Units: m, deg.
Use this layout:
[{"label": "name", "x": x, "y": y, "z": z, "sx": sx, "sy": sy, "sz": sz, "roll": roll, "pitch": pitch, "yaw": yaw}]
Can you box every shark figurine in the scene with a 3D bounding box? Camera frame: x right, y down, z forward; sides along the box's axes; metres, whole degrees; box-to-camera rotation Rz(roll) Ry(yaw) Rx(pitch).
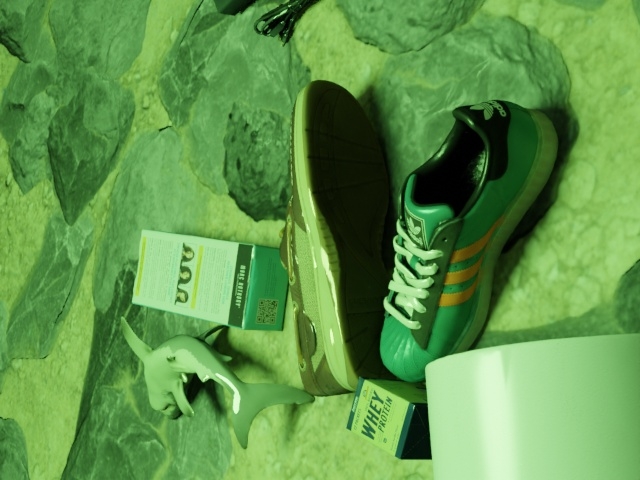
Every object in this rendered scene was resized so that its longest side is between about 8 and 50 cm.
[{"label": "shark figurine", "x": -0.134, "y": 0.141, "z": 1.438, "sx": 0.278, "sy": 0.116, "sz": 0.166, "roll": -5, "pitch": 114, "yaw": 56}]

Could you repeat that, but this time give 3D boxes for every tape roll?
[{"label": "tape roll", "x": 0.208, "y": 0.173, "z": 0.929, "sx": 0.246, "sy": 0.246, "sz": 0.169, "roll": -16, "pitch": 72, "yaw": 46}]

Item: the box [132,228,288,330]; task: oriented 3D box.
[{"label": "box", "x": -0.139, "y": 0.046, "z": 1.481, "sx": 0.244, "sy": 0.060, "sz": 0.101, "roll": 8, "pitch": 90, "yaw": 49}]

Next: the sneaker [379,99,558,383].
[{"label": "sneaker", "x": 0.112, "y": 0.001, "z": 1.157, "sx": 0.108, "sy": 0.121, "sz": 0.302, "roll": 39, "pitch": 113, "yaw": 45}]

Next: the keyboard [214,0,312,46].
[{"label": "keyboard", "x": -0.044, "y": -0.359, "z": 1.412, "sx": 0.317, "sy": 0.033, "sz": 0.201, "roll": -34, "pitch": 75, "yaw": 50}]

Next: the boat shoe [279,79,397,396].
[{"label": "boat shoe", "x": 0.000, "y": 0.000, "z": 1.291, "sx": 0.123, "sy": 0.123, "sz": 0.342, "roll": -19, "pitch": 76, "yaw": 44}]

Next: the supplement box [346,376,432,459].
[{"label": "supplement box", "x": 0.087, "y": 0.176, "z": 1.186, "sx": 0.083, "sy": 0.083, "sz": 0.056, "roll": 22, "pitch": 99, "yaw": 49}]
